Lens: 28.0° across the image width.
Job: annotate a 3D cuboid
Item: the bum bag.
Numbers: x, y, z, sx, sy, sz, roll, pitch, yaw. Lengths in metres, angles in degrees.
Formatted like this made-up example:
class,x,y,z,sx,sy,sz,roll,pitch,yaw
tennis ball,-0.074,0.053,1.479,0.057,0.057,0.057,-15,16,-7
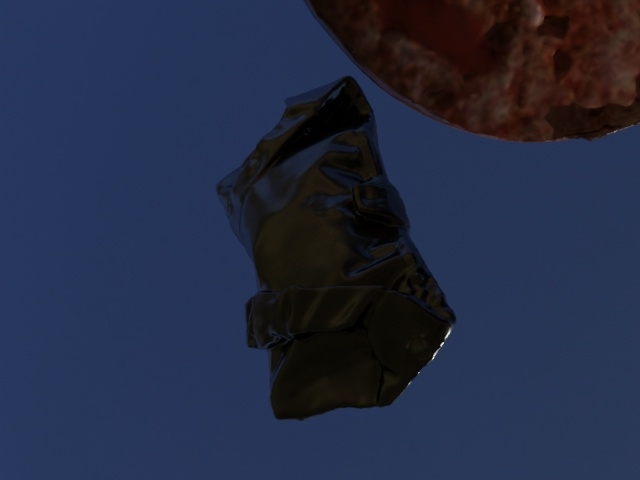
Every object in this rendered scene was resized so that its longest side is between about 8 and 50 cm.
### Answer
class,x,y,z,sx,sy,sz,roll,pitch,yaw
bum bag,0.000,0.000,0.874,0.137,0.074,0.310,-32,-142,12

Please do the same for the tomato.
class,x,y,z,sx,sy,sz,roll,pitch,yaw
tomato,0.115,-0.214,0.670,0.309,0.170,0.308,1,-71,2
